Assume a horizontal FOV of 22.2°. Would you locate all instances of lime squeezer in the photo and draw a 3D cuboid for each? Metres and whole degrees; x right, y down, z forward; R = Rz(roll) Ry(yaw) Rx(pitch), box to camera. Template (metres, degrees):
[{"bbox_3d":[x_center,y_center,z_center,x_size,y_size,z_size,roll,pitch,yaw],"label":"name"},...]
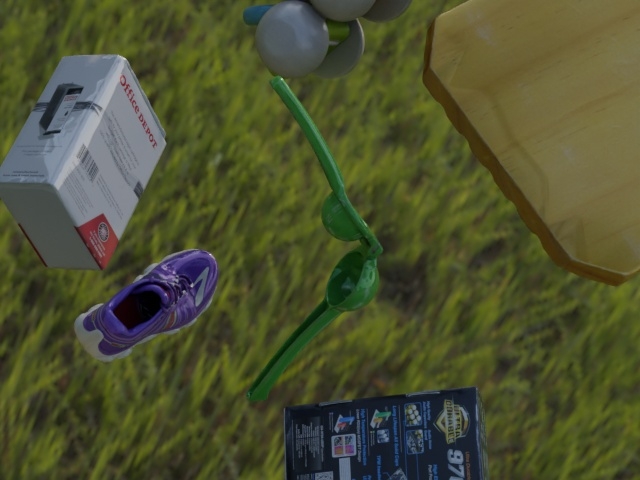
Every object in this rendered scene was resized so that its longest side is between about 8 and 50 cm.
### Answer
[{"bbox_3d":[0.000,0.000,1.420,0.110,0.310,0.059,5,28,1],"label":"lime squeezer"}]

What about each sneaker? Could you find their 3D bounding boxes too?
[{"bbox_3d":[-0.144,0.056,1.486,0.068,0.071,0.170,54,45,-1],"label":"sneaker"}]

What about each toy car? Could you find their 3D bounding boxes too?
[{"bbox_3d":[-0.004,-0.248,1.625,0.136,0.182,0.159,47,21,11],"label":"toy car"}]

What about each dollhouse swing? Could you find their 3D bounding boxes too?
[{"bbox_3d":[0.272,-0.106,1.603,0.305,0.315,0.347,-33,79,-10],"label":"dollhouse swing"}]

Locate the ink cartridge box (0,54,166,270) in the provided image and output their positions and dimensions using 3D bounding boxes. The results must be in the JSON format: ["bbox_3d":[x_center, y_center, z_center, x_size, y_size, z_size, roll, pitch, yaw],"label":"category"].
[{"bbox_3d":[-0.178,-0.060,1.227,0.056,0.099,0.135,2,49,25],"label":"ink cartridge box"}]

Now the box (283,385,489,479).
[{"bbox_3d":[0.059,0.242,1.399,0.175,0.051,0.220,-8,65,12],"label":"box"}]
